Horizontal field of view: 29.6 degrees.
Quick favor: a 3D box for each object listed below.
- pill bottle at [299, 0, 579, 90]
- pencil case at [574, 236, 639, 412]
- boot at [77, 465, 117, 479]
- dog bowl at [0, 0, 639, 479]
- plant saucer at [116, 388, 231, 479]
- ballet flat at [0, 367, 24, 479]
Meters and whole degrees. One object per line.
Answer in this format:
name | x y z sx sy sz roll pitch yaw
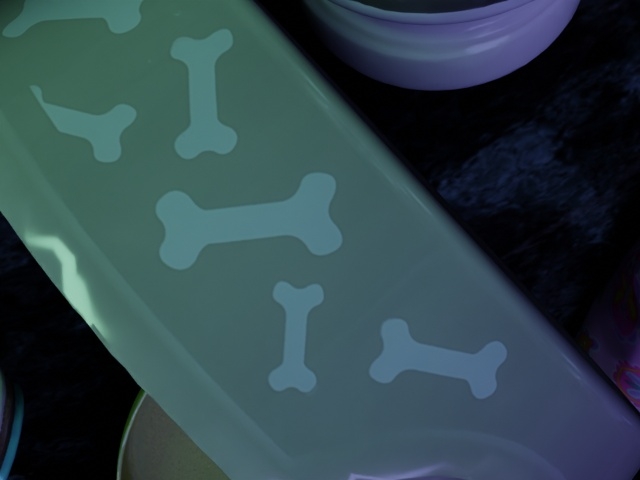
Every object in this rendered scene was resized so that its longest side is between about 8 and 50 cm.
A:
pill bottle | 0.036 -0.175 0.414 0.162 0.162 0.278 -22 157 -1
pencil case | 0.281 0.060 0.965 0.124 0.124 0.284 -11 145 -18
boot | -0.100 0.249 1.024 0.246 0.094 0.207 -29 144 -2
dog bowl | 0.000 0.000 0.514 0.102 0.349 0.349 -43 145 5
plant saucer | -0.043 0.125 0.863 0.241 0.037 0.241 -20 127 -28
ballet flat | -0.322 0.213 0.825 0.139 0.139 0.400 3 141 -34
